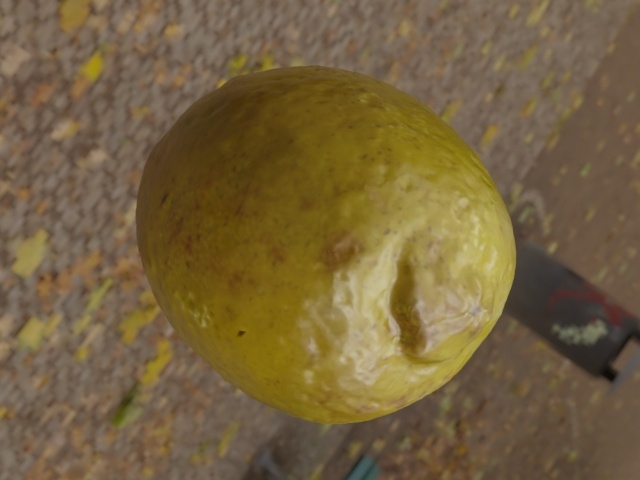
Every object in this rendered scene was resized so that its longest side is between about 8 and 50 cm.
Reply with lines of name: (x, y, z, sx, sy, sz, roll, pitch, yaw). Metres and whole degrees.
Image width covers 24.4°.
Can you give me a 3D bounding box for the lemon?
lemon: (0.000, 0.000, 0.730, 0.170, 0.207, 0.170, -17, 127, -24)
